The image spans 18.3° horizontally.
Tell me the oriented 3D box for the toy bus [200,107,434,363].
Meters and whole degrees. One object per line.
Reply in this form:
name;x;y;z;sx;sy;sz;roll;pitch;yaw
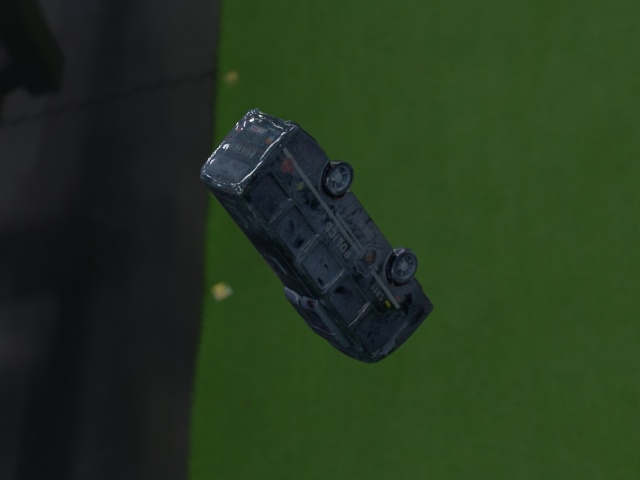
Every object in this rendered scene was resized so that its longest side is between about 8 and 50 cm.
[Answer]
toy bus;0.000;0.000;1.075;0.047;0.166;0.065;23;67;47
